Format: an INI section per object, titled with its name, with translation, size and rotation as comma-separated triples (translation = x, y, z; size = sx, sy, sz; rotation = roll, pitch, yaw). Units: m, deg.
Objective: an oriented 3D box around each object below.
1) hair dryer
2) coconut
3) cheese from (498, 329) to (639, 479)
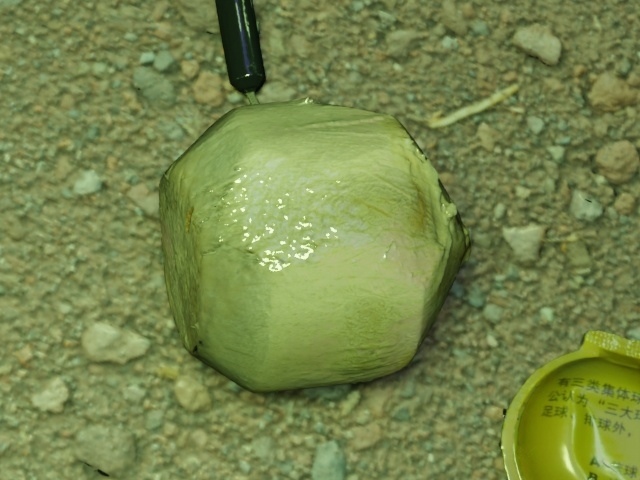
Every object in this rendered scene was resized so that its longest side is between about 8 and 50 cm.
[hair dryer]
translation = -0.064, -0.215, 1.518
size = 0.124, 0.071, 0.219
rotation = -5, 78, -15
[coconut]
translation = 0.000, -0.001, 1.368
size = 0.230, 0.227, 0.227
rotation = -8, 72, -15
[cheese]
translation = 0.222, 0.203, 1.421
size = 0.177, 0.069, 0.270
rotation = 13, 70, -7
